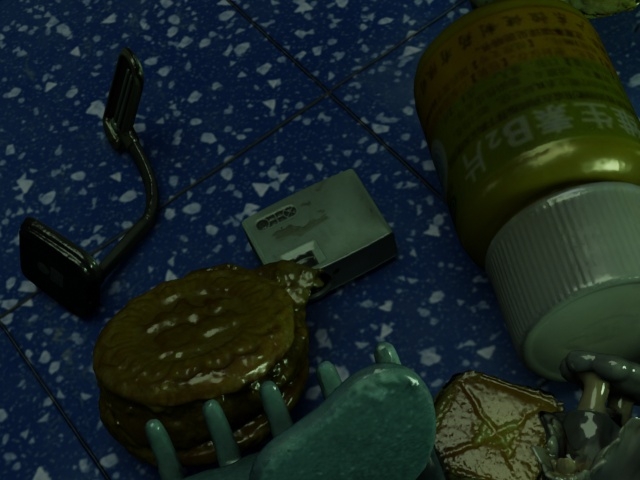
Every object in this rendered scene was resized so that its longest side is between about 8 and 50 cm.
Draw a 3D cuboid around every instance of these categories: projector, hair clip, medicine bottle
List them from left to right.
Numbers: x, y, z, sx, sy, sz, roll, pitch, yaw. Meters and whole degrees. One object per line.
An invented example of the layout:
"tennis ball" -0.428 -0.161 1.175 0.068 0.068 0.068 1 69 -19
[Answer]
"hair clip" -0.025 0.262 1.230 0.318 0.392 0.238 -20 25 2
"projector" 0.000 0.000 1.539 0.147 0.061 0.115 -26 52 -5
"medicine bottle" 0.245 -0.058 1.421 0.224 0.224 0.384 -16 54 2

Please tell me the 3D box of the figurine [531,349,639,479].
"figurine" 0.243 0.298 1.210 0.166 0.207 0.387 -4 65 38

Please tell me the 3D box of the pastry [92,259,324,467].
"pastry" -0.125 0.131 1.422 0.240 0.132 0.235 0 33 22

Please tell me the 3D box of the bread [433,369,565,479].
"bread" 0.171 0.204 1.346 0.140 0.069 0.128 13 60 18

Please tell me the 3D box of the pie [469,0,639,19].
"pie" 0.366 -0.408 1.622 0.418 0.180 0.395 -35 24 -32

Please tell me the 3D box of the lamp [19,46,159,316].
"lamp" -0.253 -0.075 1.578 0.124 0.203 0.283 20 56 4
